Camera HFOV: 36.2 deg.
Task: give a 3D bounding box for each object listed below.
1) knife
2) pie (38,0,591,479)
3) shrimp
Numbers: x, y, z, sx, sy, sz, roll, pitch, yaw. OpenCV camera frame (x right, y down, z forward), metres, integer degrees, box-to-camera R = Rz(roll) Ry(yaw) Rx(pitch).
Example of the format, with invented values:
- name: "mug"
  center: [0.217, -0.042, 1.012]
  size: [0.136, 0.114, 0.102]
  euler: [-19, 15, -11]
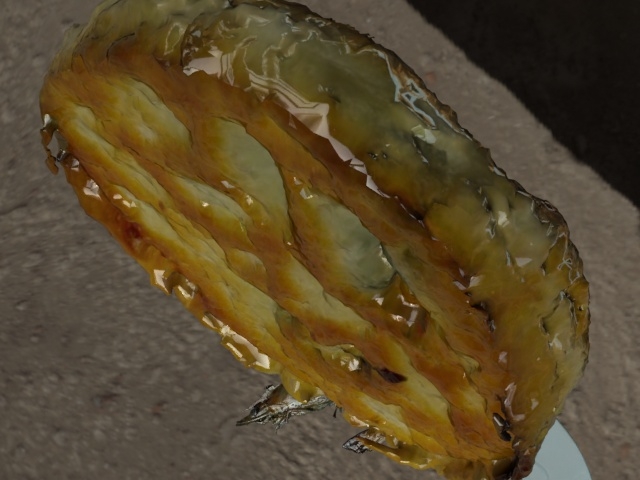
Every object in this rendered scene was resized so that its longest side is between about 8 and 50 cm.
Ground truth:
- name: "knife"
  center: [0.189, 0.208, 0.784]
  size: [0.063, 0.035, 0.260]
  euler: [-10, 122, 14]
- name: "pie"
  center: [0.000, 0.000, 0.479]
  size: [0.315, 0.315, 0.092]
  euler: [46, 68, -15]
- name: "shrimp"
  center: [0.009, 0.285, 1.606]
  size: [0.296, 0.058, 0.169]
  euler: [-27, 79, 12]
